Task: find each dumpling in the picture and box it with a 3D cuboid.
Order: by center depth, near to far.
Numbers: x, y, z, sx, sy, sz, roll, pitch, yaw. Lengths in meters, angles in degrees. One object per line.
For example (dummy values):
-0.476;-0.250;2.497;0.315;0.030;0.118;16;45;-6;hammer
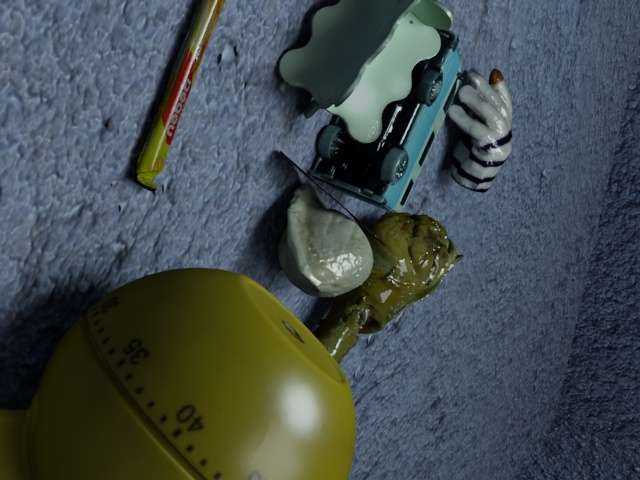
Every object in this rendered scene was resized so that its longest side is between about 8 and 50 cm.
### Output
-0.001;0.000;1.305;0.216;0.126;0.166;-23;90;-50;dumpling

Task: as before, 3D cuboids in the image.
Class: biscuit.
-0.147;-0.194;1.001;0.048;0.026;0.291;22;89;-82;biscuit

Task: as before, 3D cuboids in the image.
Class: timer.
-0.164;0.224;0.958;0.387;0.376;0.376;-44;150;0;timer

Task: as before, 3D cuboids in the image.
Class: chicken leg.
0.069;0.111;1.482;0.429;0.153;0.201;-49;155;-21;chicken leg

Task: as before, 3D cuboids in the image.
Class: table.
0.055;-0.246;1.205;0.198;0.167;0.166;-54;150;-12;table

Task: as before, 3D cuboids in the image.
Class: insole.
0.023;-0.055;1.299;0.005;0.086;0.253;-48;134;2;insole

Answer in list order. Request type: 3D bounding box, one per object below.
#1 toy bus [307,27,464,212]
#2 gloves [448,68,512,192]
0.112;-0.183;1.365;0.271;0.133;0.165;-65;158;-3;toy bus
0.313;-0.211;1.721;0.140;0.131;0.218;-15;130;-61;gloves
